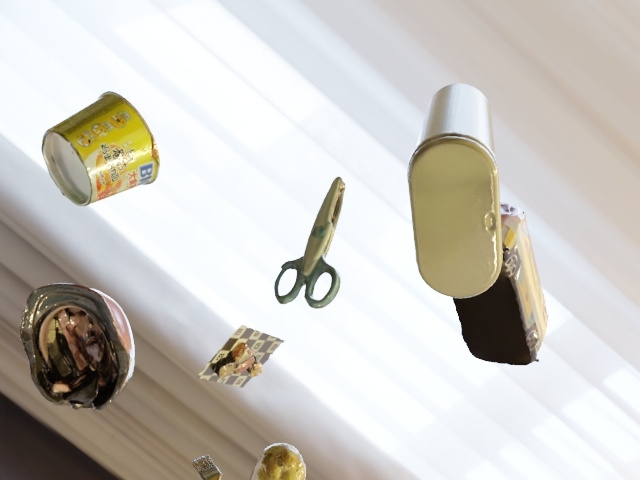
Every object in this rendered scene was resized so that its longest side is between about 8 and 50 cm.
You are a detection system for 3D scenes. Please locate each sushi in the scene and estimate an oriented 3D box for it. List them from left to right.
[{"bbox_3d":[-0.144,0.242,1.799,0.139,0.031,0.201,-50,153,5],"label":"sushi"}]

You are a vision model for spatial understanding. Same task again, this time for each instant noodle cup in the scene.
[{"bbox_3d":[-0.426,-0.169,1.730,0.153,0.205,0.205,-32,175,-37],"label":"instant noodle cup"}]

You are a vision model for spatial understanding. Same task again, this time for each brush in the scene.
[{"bbox_3d":[-0.212,0.509,1.881,0.043,0.170,0.014,-17,132,-29],"label":"brush"}]

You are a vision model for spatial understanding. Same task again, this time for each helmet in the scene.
[{"bbox_3d":[-0.426,0.182,1.647,0.154,0.198,0.254,-56,150,-74],"label":"helmet"}]

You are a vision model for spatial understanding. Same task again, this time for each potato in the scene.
[{"bbox_3d":[-0.086,0.449,1.672,0.171,0.080,0.107,-65,-145,27],"label":"potato"}]

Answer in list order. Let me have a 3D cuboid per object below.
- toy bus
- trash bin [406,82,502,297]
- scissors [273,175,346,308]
[{"bbox_3d":[0.376,0.081,1.952,0.171,0.386,0.162,4,-136,30],"label":"toy bus"},{"bbox_3d":[0.199,-0.082,1.313,0.121,0.243,0.247,-3,-151,12],"label":"trash bin"},{"bbox_3d":[0.000,0.000,1.769,0.138,0.041,0.289,5,-116,28],"label":"scissors"}]
